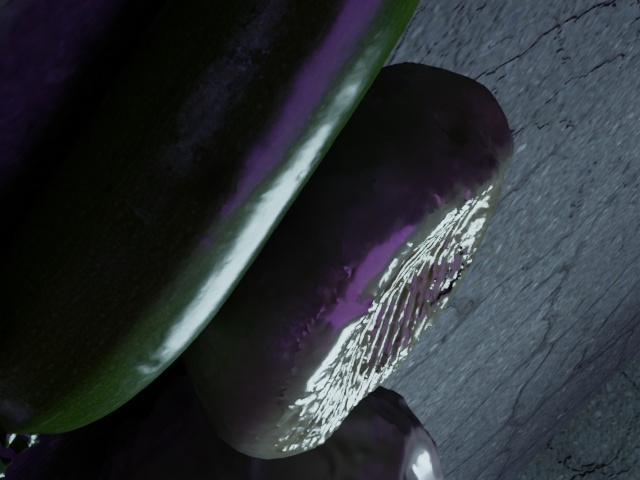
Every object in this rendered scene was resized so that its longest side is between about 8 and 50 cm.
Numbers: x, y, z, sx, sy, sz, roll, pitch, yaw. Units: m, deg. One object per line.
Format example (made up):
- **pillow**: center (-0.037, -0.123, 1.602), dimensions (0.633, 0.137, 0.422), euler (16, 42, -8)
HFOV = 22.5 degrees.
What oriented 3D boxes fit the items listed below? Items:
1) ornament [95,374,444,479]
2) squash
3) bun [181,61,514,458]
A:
- **ornament**: center (-0.037, 0.199, 1.029), dimensions (0.225, 0.259, 0.259), euler (-7, 171, 17)
- **squash**: center (-0.064, -0.028, 0.711), dimensions (0.378, 0.101, 0.101), euler (-52, 161, 20)
- **bun**: center (0.000, 0.000, 0.849), dimensions (0.231, 0.133, 0.231), euler (-48, 163, -19)
